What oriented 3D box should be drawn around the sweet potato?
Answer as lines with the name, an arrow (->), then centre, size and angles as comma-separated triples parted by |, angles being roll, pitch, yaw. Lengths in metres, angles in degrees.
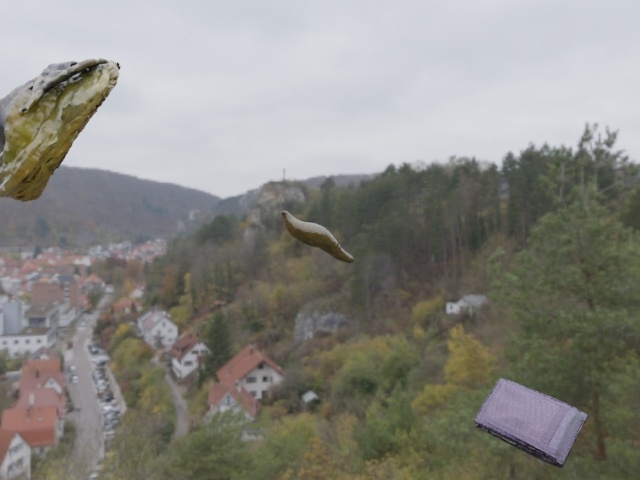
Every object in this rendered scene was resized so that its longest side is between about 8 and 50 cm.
sweet potato -> 0.003, 0.001, 1.524 | 0.250, 0.059, 0.069 | 30, -20, -28

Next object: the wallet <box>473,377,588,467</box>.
wallet -> 0.370, 0.316, 1.061 | 0.166, 0.111, 0.030 | 19, -30, 37

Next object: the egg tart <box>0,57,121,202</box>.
egg tart -> -0.445, -0.200, 0.979 | 0.132, 0.297, 0.297 | 40, -16, -19
